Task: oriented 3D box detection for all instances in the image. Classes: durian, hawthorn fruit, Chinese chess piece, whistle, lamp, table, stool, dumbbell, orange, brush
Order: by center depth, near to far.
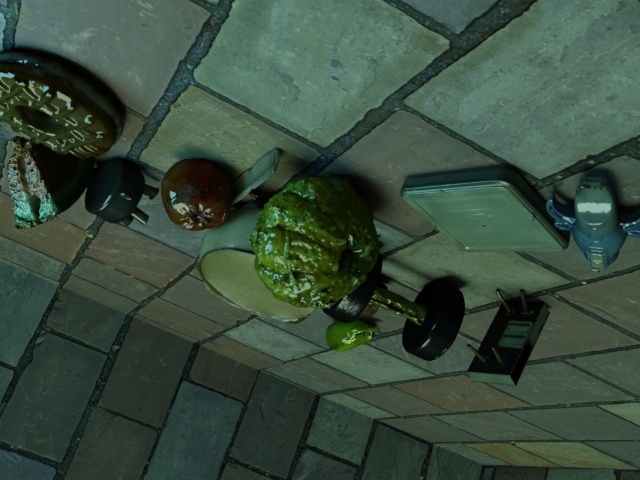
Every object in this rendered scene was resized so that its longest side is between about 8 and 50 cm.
[{"bbox_3d":[0.512,-0.034,1.500,0.180,0.093,0.269,8,150,26],"label":"whistle"},{"bbox_3d":[0.332,-0.053,1.644,0.266,0.047,0.269,-2,150,46],"label":"lamp"},{"bbox_3d":[0.000,0.000,1.743,0.223,0.300,0.301,26,135,43],"label":"orange"},{"bbox_3d":[-0.150,-0.132,1.858,0.050,0.060,0.321,14,162,-22],"label":"brush"},{"bbox_3d":[-0.290,-0.109,1.897,0.173,0.173,0.173,17,159,7],"label":"hawthorn fruit"},{"bbox_3d":[0.448,0.225,1.986,0.122,0.240,0.111,-3,130,43],"label":"table"},{"bbox_3d":[-0.135,0.062,2.011,0.338,0.140,0.338,13,148,8],"label":"Chinese chess piece"},{"bbox_3d":[0.184,0.155,2.066,0.322,0.203,0.204,26,158,-14],"label":"dumbbell"},{"bbox_3d":[-0.514,-0.130,2.085,0.139,0.153,0.228,33,-163,-39],"label":"stool"},{"bbox_3d":[0.092,0.304,2.660,0.139,0.101,0.250,-12,168,-20],"label":"durian"}]

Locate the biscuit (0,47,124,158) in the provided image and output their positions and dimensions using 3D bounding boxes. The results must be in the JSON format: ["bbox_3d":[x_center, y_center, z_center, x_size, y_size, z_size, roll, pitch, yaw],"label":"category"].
[{"bbox_3d":[-0.590,-0.293,1.780,0.332,0.103,0.332,16,158,7],"label":"biscuit"}]

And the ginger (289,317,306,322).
[{"bbox_3d":[-0.147,0.104,2.259,0.304,0.155,0.244,27,119,1],"label":"ginger"}]

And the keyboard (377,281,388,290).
[{"bbox_3d":[0.071,0.095,2.191,0.262,0.016,0.106,25,-158,-14],"label":"keyboard"}]

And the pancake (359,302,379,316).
[{"bbox_3d":[0.055,0.162,2.398,0.250,0.031,0.250,22,158,10],"label":"pancake"}]

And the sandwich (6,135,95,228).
[{"bbox_3d":[-0.659,-0.173,1.991,0.109,0.292,0.212,-10,109,20],"label":"sandwich"}]
